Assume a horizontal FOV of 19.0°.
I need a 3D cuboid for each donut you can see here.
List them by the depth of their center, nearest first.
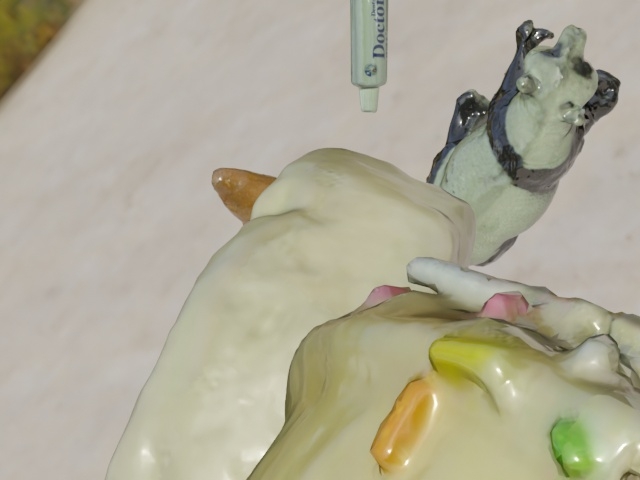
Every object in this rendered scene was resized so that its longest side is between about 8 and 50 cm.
[{"bbox_3d":[0.104,0.178,0.605,0.150,0.371,0.307,-47,11,-17],"label":"donut"}]

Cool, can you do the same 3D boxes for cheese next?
[{"bbox_3d":[-0.013,0.117,0.979,0.318,0.115,0.326,27,-96,-77],"label":"cheese"}]

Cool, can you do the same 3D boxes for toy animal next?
[{"bbox_3d":[0.141,-0.070,1.374,0.225,0.094,0.121,-52,8,47],"label":"toy animal"}]

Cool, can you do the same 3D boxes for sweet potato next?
[{"bbox_3d":[0.000,0.002,1.335,0.058,0.202,0.055,-31,36,26],"label":"sweet potato"}]

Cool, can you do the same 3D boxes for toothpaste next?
[{"bbox_3d":[0.040,-0.201,1.563,0.029,0.197,0.048,12,19,39],"label":"toothpaste"}]
